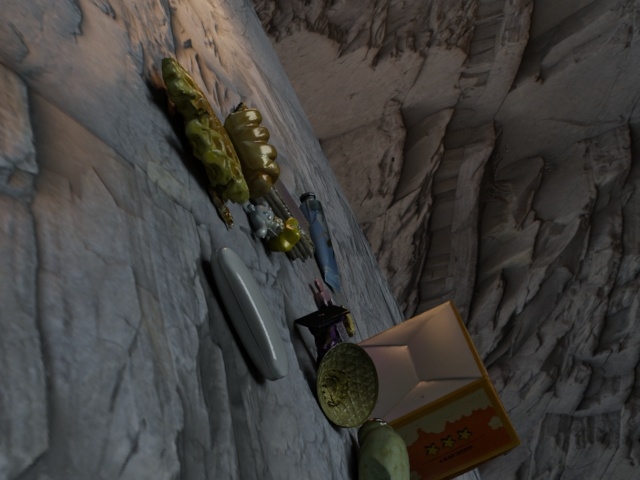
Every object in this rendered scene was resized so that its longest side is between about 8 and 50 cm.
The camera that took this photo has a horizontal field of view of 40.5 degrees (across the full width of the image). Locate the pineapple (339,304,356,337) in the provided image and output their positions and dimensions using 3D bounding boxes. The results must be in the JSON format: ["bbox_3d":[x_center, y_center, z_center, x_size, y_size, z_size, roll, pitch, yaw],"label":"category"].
[{"bbox_3d":[0.065,0.193,2.055,0.083,0.019,0.045,66,14,18],"label":"pineapple"}]

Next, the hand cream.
[{"bbox_3d":[0.000,0.000,2.163,0.091,0.058,0.272,45,25,-56],"label":"hand cream"}]

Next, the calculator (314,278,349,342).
[{"bbox_3d":[0.022,0.159,1.873,0.166,0.024,0.103,65,8,1],"label":"calculator"}]

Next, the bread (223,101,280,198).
[{"bbox_3d":[-0.135,-0.166,1.614,0.119,0.084,0.177,-30,-99,55],"label":"bread"}]

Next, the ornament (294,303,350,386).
[{"bbox_3d":[0.025,0.218,1.556,0.081,0.088,0.203,24,-46,63],"label":"ornament"}]

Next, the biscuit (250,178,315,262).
[{"bbox_3d":[-0.089,-0.067,1.767,0.239,0.061,0.108,56,12,-34],"label":"biscuit"}]

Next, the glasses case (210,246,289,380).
[{"bbox_3d":[-0.097,0.100,1.191,0.197,0.049,0.076,64,8,7],"label":"glasses case"}]

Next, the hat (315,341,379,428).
[{"bbox_3d":[0.027,0.249,1.491,0.146,0.067,0.146,10,75,-40],"label":"hat"}]

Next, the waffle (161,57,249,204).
[{"bbox_3d":[-0.193,-0.187,1.450,0.261,0.056,0.250,58,4,-31],"label":"waffle"}]

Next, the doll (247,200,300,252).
[{"bbox_3d":[-0.097,-0.031,1.633,0.113,0.071,0.135,31,22,-41],"label":"doll"}]

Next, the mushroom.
[{"bbox_3d":[0.102,0.392,1.407,0.107,0.087,0.333,62,10,-10],"label":"mushroom"}]

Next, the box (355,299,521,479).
[{"bbox_3d":[0.229,0.324,1.808,0.284,0.259,0.214,-103,166,-59],"label":"box"}]

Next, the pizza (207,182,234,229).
[{"bbox_3d":[-0.161,-0.056,1.414,0.083,0.016,0.037,62,7,0],"label":"pizza"}]
